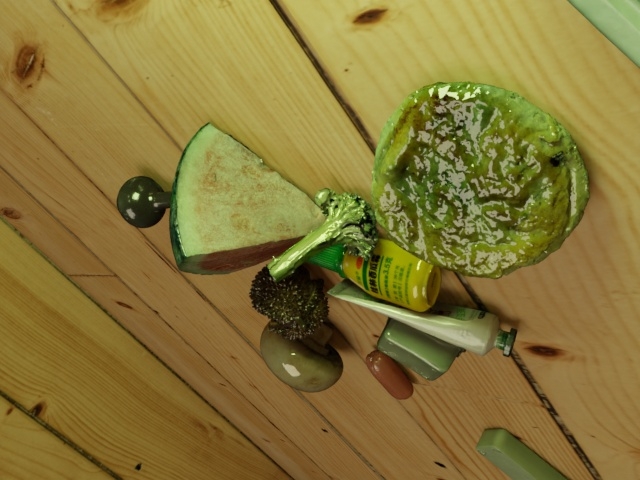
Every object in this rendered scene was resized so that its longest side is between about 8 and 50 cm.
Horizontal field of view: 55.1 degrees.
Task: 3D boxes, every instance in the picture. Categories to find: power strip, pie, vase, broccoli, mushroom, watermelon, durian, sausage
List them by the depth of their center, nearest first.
[{"bbox_3d":[0.190,-0.067,0.783,0.277,0.078,0.277,17,126,24],"label":"pie"},{"bbox_3d":[0.001,0.002,1.031,0.118,0.204,0.122,53,170,43],"label":"broccoli"},{"bbox_3d":[-0.150,-0.010,1.120,0.293,0.250,0.283,27,156,22],"label":"watermelon"},{"bbox_3d":[-0.066,0.138,1.321,0.196,0.167,0.196,37,-173,-5],"label":"durian"},{"bbox_3d":[-0.369,-0.089,1.383,0.183,0.120,0.120,-1,137,28],"label":"vase"},{"bbox_3d":[0.544,0.587,1.469,0.385,0.062,0.091,39,151,-5],"label":"power strip"},{"bbox_3d":[0.166,0.322,1.472,0.062,0.062,0.154,-4,133,50],"label":"sausage"},{"bbox_3d":[-0.039,0.272,1.521,0.226,0.178,0.226,44,-177,-3],"label":"mushroom"}]

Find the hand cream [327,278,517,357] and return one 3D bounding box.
[{"bbox_3d":[0.186,0.129,1.123,0.336,0.121,0.076,19,113,22],"label":"hand cream"}]

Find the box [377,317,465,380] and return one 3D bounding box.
[{"bbox_3d":[0.195,0.202,1.218,0.172,0.093,0.124,30,157,9],"label":"box"}]

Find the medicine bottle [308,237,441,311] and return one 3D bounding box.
[{"bbox_3d":[0.077,0.042,1.124,0.309,0.076,0.111,16,110,39],"label":"medicine bottle"}]

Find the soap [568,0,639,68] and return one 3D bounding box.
[{"bbox_3d":[0.260,-0.252,0.474,0.265,0.087,0.160,39,152,-6],"label":"soap"}]
